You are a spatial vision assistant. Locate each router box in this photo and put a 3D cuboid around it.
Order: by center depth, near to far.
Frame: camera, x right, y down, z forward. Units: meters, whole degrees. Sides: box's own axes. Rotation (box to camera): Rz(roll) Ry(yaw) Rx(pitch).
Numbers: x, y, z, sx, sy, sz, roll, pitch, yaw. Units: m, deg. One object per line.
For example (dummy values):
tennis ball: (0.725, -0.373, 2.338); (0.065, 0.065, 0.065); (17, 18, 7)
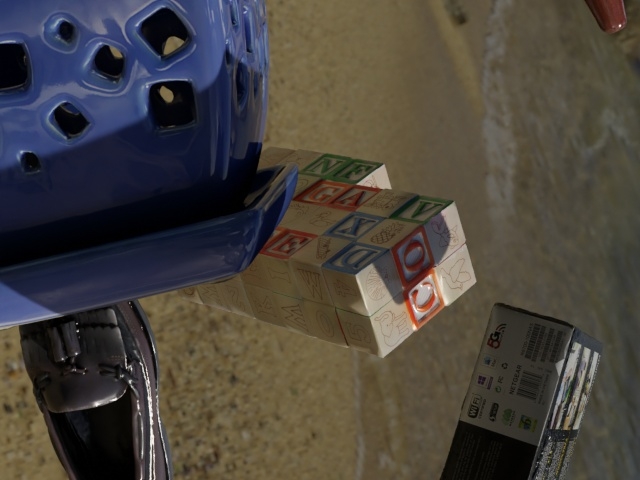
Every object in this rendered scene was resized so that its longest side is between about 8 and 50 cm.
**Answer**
router box: (0.099, 0.129, 0.624); (0.133, 0.046, 0.179); (25, 82, -68)

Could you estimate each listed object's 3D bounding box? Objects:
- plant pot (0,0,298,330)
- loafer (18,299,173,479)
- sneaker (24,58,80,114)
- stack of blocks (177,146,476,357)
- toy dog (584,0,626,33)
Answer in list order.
plant pot: (-0.139, -0.077, 0.728); (0.236, 0.236, 0.212); (-67, 143, -77)
loafer: (-0.196, 0.145, 1.037); (0.095, 0.109, 0.302); (-86, 166, -62)
sneaker: (-0.337, -0.120, 1.108); (0.081, 0.232, 0.090); (-123, -171, -65)
stack of blocks: (0.000, 0.000, 1.107); (0.171, 0.297, 0.087); (-36, 121, -31)
toy dog: (0.087, -0.210, 0.737); (0.333, 0.220, 0.161); (30, -45, 62)
